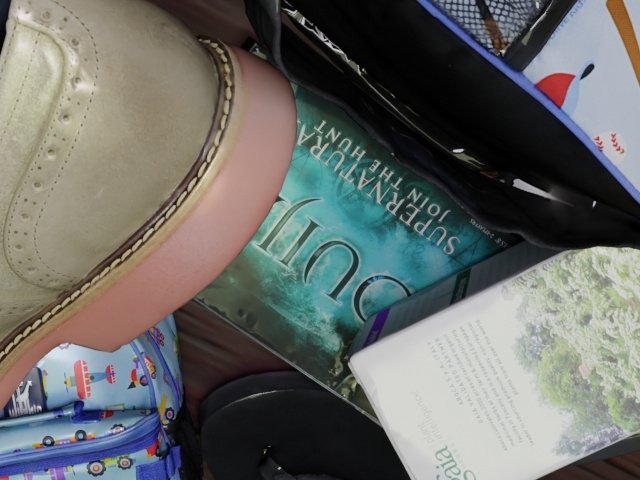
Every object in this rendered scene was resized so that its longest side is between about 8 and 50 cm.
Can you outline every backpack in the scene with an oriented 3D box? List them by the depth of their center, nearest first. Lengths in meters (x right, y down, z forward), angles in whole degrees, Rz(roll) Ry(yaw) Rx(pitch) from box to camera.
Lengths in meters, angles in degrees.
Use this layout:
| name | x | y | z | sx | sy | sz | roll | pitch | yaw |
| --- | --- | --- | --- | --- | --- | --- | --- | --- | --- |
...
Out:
| name | x | y | z | sx | sy | sz | roll | pitch | yaw |
| --- | --- | --- | --- | --- | --- | --- | --- | --- | --- |
| backpack | 0.072 | -0.126 | 0.698 | 0.213 | 0.276 | 0.263 | -44 | 113 | 1 |
| backpack | -0.143 | 0.086 | 0.842 | 0.158 | 0.117 | 0.173 | -5 | 111 | -2 |

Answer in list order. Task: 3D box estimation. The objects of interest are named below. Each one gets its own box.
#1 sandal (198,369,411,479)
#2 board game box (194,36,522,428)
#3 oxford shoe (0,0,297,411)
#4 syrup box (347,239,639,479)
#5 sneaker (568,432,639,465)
| name | x | y | z | sx | sy | sz | roll | pitch | yaw |
| --- | --- | --- | --- | --- | --- | --- | --- | --- | --- |
| sandal | 0.028 | 0.171 | 0.922 | 0.097 | 0.054 | 0.254 | -34 | 112 | 11 |
| board game box | 0.000 | 0.000 | 0.848 | 0.186 | 0.026 | 0.126 | 35 | 96 | -17 |
| oxford shoe | -0.197 | 0.020 | 0.698 | 0.397 | 0.140 | 0.146 | -40 | 130 | 22 |
| syrup box | 0.138 | 0.037 | 0.788 | 0.237 | 0.096 | 0.093 | -27 | 96 | 12 |
| sneaker | 0.196 | 0.045 | 0.860 | 0.235 | 0.084 | 0.097 | -20 | 112 | 5 |
